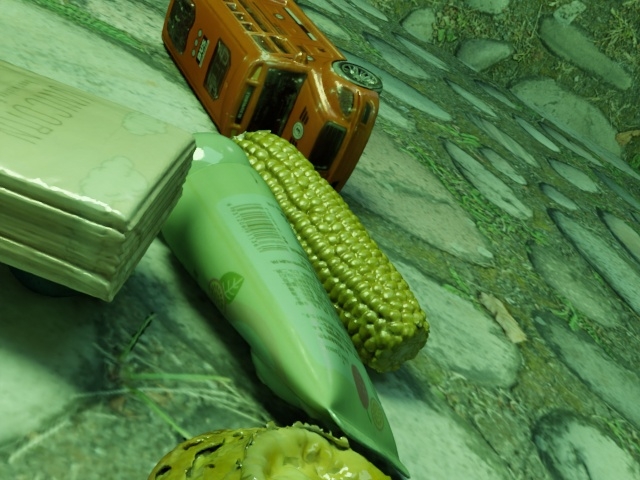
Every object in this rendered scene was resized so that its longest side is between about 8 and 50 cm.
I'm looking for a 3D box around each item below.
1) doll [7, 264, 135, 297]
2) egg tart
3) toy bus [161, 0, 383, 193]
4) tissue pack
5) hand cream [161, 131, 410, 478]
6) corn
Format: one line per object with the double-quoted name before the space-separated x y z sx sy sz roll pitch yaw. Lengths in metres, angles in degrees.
"doll" -0.163 0.010 0.567 0.076 0.050 0.083 33 22 17
"egg tart" -0.008 0.162 0.455 0.191 0.074 0.191 26 23 -12
"toy bus" -0.066 -0.195 0.993 0.153 0.143 0.329 2 39 -36
"tissue pack" -0.250 -0.078 0.530 0.325 0.071 0.170 20 23 -2
"hand cream" -0.035 0.037 0.632 0.306 0.093 0.147 51 0 34
"corn" -0.004 0.003 0.744 0.260 0.091 0.091 48 -11 30
